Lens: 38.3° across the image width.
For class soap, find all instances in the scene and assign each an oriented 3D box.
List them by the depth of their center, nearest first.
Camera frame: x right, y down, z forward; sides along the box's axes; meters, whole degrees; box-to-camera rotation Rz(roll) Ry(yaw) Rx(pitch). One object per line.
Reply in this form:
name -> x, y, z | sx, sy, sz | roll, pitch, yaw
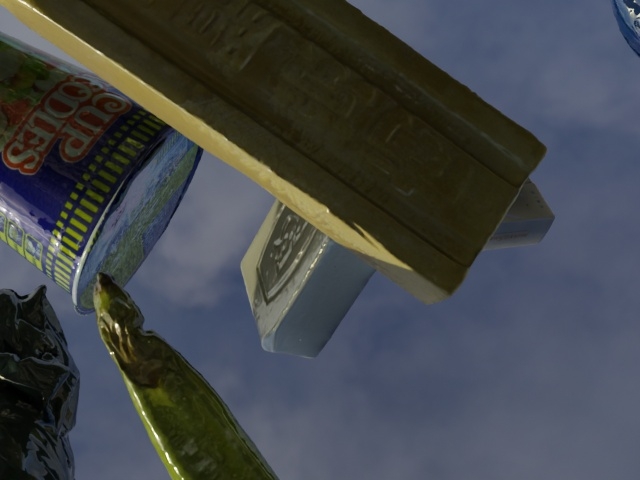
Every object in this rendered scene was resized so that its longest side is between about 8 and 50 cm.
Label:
soap -> -0.024, -0.077, 0.425 | 0.252, 0.037, 0.092 | 35, -110, -1
soap -> 0.000, 0.000, 0.811 | 0.064, 0.183, 0.121 | 14, -147, -28

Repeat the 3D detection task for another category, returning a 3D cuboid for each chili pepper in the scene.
chili pepper -> -0.030, 0.100, 0.354 | 0.043, 0.049, 0.208 | -41, -111, -12

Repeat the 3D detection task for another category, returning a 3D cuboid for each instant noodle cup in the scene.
instant noodle cup -> -0.338, -0.108, 1.103 | 0.312, 0.284, 0.284 | 31, -119, 4

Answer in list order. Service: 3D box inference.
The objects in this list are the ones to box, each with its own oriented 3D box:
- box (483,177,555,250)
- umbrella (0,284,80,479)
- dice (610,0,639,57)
box -> 0.223, -0.090, 1.370 | 0.150, 0.067, 0.233 | -8, -130, -22
umbrella -> -0.157, 0.130, 0.455 | 0.143, 0.094, 0.349 | -37, -134, -2
dice -> 0.295, -0.203, 0.651 | 0.147, 0.146, 0.143 | -15, -172, -43
